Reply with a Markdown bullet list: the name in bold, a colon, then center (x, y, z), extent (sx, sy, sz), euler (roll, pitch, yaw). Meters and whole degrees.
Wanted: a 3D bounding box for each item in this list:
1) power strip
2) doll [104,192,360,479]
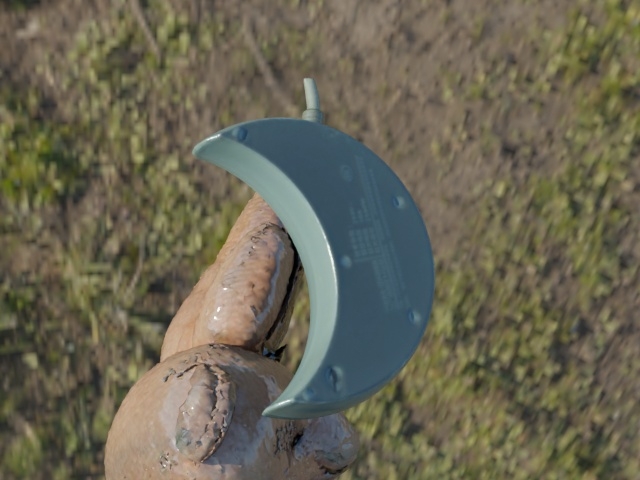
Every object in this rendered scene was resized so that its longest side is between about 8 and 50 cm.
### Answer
- **power strip**: center (0.000, 0.000, 1.212), extent (0.137, 0.044, 0.216), euler (-7, 76, -26)
- **doll**: center (-0.035, 0.083, 1.337), extent (0.156, 0.201, 0.303), euler (23, 49, 0)
